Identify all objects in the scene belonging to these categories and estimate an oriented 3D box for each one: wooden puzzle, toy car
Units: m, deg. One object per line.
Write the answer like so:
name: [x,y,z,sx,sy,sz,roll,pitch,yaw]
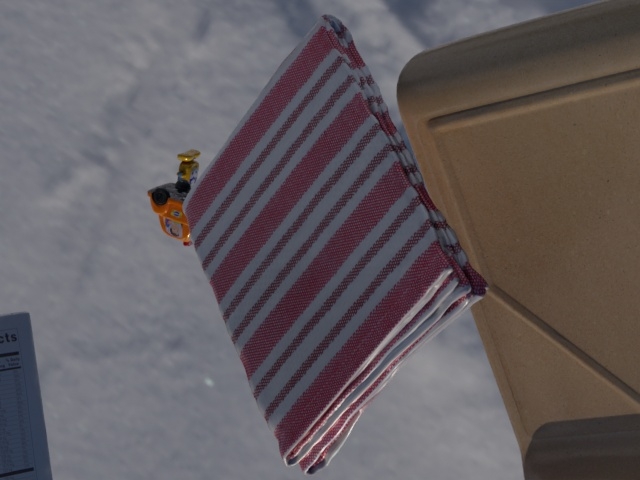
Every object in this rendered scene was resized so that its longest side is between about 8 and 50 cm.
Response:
wooden puzzle: [0.158,0.003,0.941,0.044,0.221,0.238,-24,100,-48]
toy car: [-0.083,-0.027,1.391,0.122,0.060,0.040,-59,158,-71]

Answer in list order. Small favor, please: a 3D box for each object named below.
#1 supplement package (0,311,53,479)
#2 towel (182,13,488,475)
supplement package: [-0.271,0.179,1.343,0.139,0.134,0.244,-6,87,-50]
towel: [0.000,0.000,0.994,0.029,0.197,0.144,16,126,-39]
